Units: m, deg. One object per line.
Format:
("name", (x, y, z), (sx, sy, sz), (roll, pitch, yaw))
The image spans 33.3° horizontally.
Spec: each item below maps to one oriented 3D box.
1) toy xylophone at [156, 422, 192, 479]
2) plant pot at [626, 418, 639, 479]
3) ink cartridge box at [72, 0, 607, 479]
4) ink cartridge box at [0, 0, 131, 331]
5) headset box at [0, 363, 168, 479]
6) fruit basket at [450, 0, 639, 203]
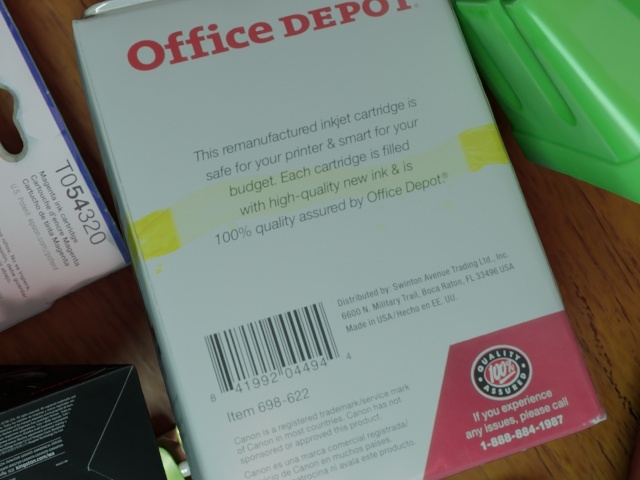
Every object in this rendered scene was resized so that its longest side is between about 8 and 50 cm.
("toy xylophone", (-0.054, 0.226, 0.905), (0.323, 0.081, 0.236), (-36, 99, -7))
("plant pot", (0.369, 0.259, 0.912), (0.272, 0.272, 0.265), (11, 83, -12))
("ink cartridge box", (0.000, 0.000, 0.808), (0.279, 0.160, 0.384), (-15, 79, -13))
("ink cartridge box", (-0.366, -0.052, 0.836), (0.330, 0.071, 0.324), (-26, 98, -12))
("headset box", (-0.275, 0.169, 0.746), (0.218, 0.293, 0.110), (-18, 96, -37))
("fruit basket", (0.323, -0.178, 0.837), (0.392, 0.283, 0.392), (-3, 104, -13))
